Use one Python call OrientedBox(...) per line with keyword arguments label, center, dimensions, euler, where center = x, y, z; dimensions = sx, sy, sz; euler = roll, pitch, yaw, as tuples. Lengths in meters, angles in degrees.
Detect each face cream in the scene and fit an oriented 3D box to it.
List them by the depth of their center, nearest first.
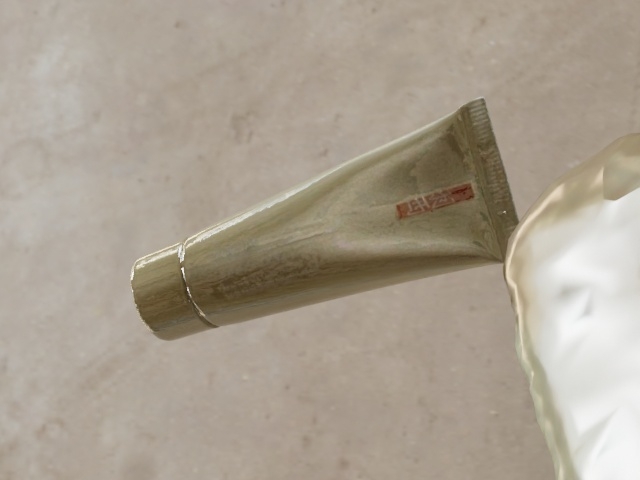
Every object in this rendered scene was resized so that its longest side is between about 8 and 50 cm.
OrientedBox(label="face cream", center=(0.000, 0.000, 1.168), dimensions=(0.341, 0.084, 0.137), euler=(-19, 77, 23))

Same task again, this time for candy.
OrientedBox(label="candy", center=(0.134, 0.058, 0.444), dimensions=(0.102, 0.104, 0.234), euler=(-44, 30, 28))
